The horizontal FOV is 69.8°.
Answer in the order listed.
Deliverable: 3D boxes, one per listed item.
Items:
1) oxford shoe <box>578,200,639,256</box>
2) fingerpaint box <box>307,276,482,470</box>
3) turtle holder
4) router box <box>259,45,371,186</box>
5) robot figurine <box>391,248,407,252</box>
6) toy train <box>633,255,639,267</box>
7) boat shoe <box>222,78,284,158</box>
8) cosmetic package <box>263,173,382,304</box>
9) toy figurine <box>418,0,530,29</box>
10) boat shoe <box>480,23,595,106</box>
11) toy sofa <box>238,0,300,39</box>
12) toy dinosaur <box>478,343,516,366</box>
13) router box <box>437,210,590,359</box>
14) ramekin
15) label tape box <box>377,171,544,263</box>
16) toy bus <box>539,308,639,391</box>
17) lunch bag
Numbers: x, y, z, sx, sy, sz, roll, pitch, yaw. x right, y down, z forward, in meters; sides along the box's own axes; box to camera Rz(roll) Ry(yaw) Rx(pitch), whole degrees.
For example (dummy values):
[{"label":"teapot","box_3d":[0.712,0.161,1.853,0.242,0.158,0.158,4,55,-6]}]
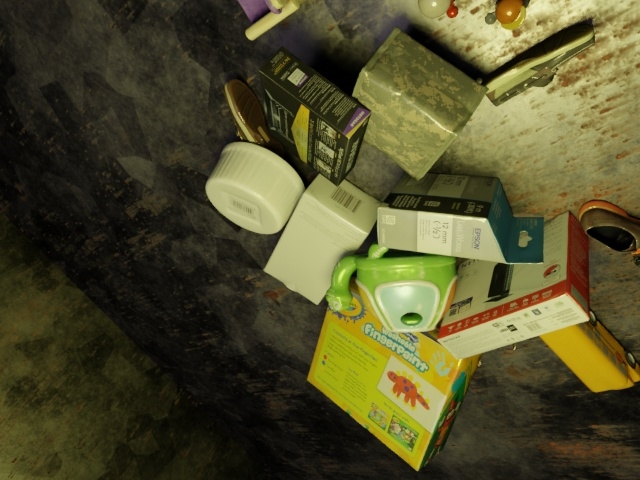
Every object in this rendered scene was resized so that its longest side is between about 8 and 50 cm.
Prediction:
[{"label":"oxford shoe","box_3d":[0.714,0.008,1.026,0.271,0.098,0.096,22,134,11]},{"label":"fingerpaint box","box_3d":[0.205,0.368,1.376,0.445,0.163,0.371,28,111,37]},{"label":"turtle holder","box_3d":[0.189,0.115,1.171,0.243,0.321,0.227,-177,83,-74]},{"label":"router box","box_3d":[-0.019,-0.274,1.089,0.243,0.081,0.309,38,169,5]},{"label":"robot figurine","box_3d":[0.247,0.016,1.318,0.115,0.067,0.101,33,144,1]},{"label":"toy train","box_3d":[0.815,0.074,1.069,0.158,0.036,0.027,22,134,12]},{"label":"boat shoe","box_3d":[-0.205,-0.316,1.276,0.095,0.095,0.257,-5,125,39]},{"label":"cosmetic package","box_3d":[0.000,0.000,1.385,0.217,0.156,0.385,34,137,0]},{"label":"toy figurine","box_3d":[0.289,-0.493,0.807,0.210,0.148,0.213,20,133,14]},{"label":"boat shoe","box_3d":[0.431,-0.340,0.912,0.224,0.080,0.073,-20,121,45]},{"label":"toy sofa","box_3d":[-0.184,-0.621,0.946,0.150,0.177,0.362,-15,119,37]},{"label":"toy dinosaur","box_3d":[0.478,0.284,1.390,0.296,0.200,0.127,-19,82,63]},{"label":"router box","box_3d":[0.464,0.112,1.112,0.082,0.301,0.335,44,134,-10]},{"label":"ramekin","box_3d":[-0.195,-0.140,1.329,0.277,0.135,0.277,21,153,11]},{"label":"label tape box","box_3d":[0.335,-0.063,1.068,0.348,0.249,0.115,6,119,24]},{"label":"toy bus","box_3d":[0.721,0.291,1.239,0.333,0.130,0.108,44,135,-10]},{"label":"lunch bag","box_3d":[0.189,-0.277,1.027,0.235,0.169,0.287,35,161,2]}]
